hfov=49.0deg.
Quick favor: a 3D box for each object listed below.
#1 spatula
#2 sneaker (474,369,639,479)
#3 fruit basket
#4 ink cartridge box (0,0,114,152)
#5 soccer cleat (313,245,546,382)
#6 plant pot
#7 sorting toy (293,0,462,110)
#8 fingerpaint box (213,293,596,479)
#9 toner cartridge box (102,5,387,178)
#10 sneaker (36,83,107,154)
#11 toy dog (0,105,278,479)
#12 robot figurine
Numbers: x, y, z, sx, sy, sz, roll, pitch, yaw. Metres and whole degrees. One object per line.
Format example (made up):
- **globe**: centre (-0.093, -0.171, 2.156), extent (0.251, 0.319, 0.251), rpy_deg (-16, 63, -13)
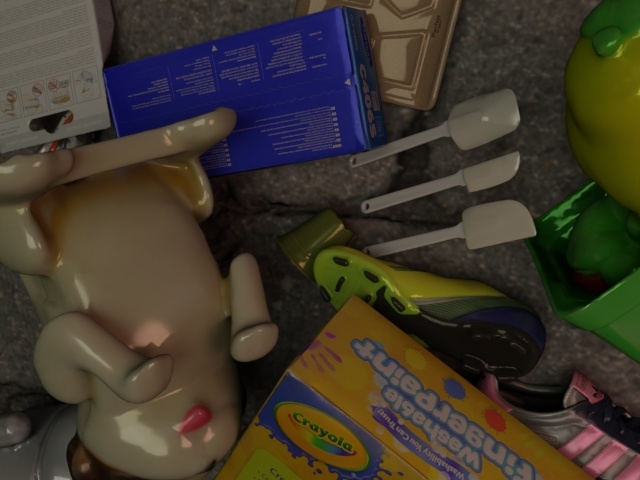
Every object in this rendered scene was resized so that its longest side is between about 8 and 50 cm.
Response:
- **spatula**: centre (0.131, -0.066, 0.824), extent (0.242, 0.019, 0.168), rpy_deg (-14, 83, 44)
- **sneaker**: centre (0.330, 0.226, 0.820), extent (0.318, 0.112, 0.131), rpy_deg (8, 105, 15)
- **fruit basket**: centre (0.345, -0.083, 0.665), extent (0.391, 0.283, 0.393), rpy_deg (3, 112, 6)
- **ink cartridge box**: centre (-0.371, -0.251, 0.969), extent (0.188, 0.066, 0.233), rpy_deg (-9, 94, 18)
- **soccer cleat**: centre (0.129, 0.077, 0.854), extent (0.289, 0.121, 0.094), rpy_deg (22, 121, 13)
- **plant pot**: centre (0.000, 0.000, 0.905), extent (0.079, 0.083, 0.083), rpy_deg (-41, 86, 7)
- **sorting toy**: centre (0.065, -0.273, 0.854), extent (0.208, 0.038, 0.193), rpy_deg (17, 105, 19)
- **fingerpaint box**: centre (0.105, 0.342, 0.830), extent (0.444, 0.163, 0.371), rpy_deg (37, 130, 8)
- **toner cartridge box**: centre (-0.100, -0.168, 0.881), extent (0.347, 0.075, 0.165), rpy_deg (-6, 101, 25)
- **sneaker**: centre (-0.341, -0.154, 0.999), extent (0.064, 0.061, 0.158), rpy_deg (35, 104, -25)
- **toy dog**: centre (-0.228, 0.101, 0.813), extent (0.395, 0.284, 0.408), rpy_deg (-12, 98, 44)
- **robot figurine**: centre (-0.390, 0.341, 1.017), extent (0.353, 0.200, 0.300), rpy_deg (-13, 136, 19)
